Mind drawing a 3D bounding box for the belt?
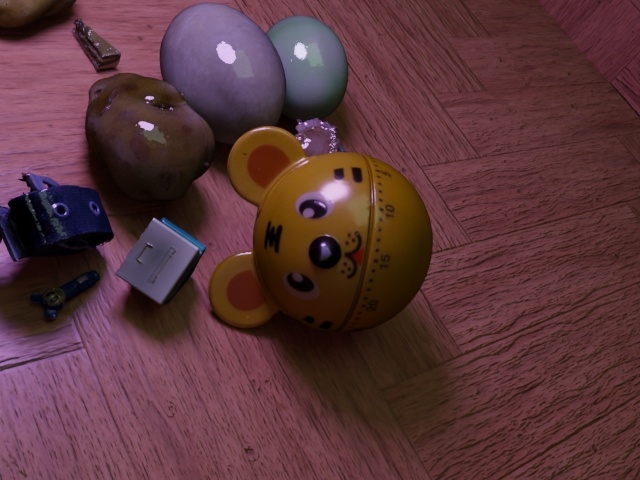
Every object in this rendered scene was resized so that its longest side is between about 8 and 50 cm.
[{"bbox_3d":[-0.432,-0.044,1.189,0.218,0.122,0.128,9,57,-83],"label":"belt"}]

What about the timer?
[{"bbox_3d":[0.000,0.000,1.328,0.387,0.376,0.376,10,50,-15],"label":"timer"}]

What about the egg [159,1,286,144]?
[{"bbox_3d":[-0.211,-0.361,1.551,0.258,0.258,0.352,-2,51,-33],"label":"egg"}]

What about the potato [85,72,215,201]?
[{"bbox_3d":[-0.346,-0.213,1.398,0.218,0.202,0.351,-20,53,-28],"label":"potato"}]

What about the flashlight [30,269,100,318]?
[{"bbox_3d":[-0.424,0.084,1.208,0.057,0.035,0.121,44,45,9],"label":"flashlight"}]

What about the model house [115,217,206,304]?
[{"bbox_3d":[-0.279,0.037,1.277,0.100,0.149,0.127,35,87,0],"label":"model house"}]

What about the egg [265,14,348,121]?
[{"bbox_3d":[-0.043,-0.411,1.720,0.220,0.220,0.269,5,61,-28],"label":"egg"}]

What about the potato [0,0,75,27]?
[{"bbox_3d":[-0.626,-0.541,1.533,0.169,0.143,0.248,8,42,27],"label":"potato"}]

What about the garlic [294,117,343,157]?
[{"bbox_3d":[-0.010,-0.184,1.575,0.207,0.207,0.256,27,38,-10],"label":"garlic"}]

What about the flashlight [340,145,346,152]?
[{"bbox_3d":[0.042,-0.207,1.730,0.051,0.051,0.129,-22,62,-41],"label":"flashlight"}]

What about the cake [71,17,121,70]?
[{"bbox_3d":[-0.507,-0.432,1.575,0.140,0.051,0.055,41,46,7],"label":"cake"}]

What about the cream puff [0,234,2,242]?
[{"bbox_3d":[-0.620,-0.026,1.094,0.244,0.196,0.244,-2,43,2],"label":"cream puff"}]
